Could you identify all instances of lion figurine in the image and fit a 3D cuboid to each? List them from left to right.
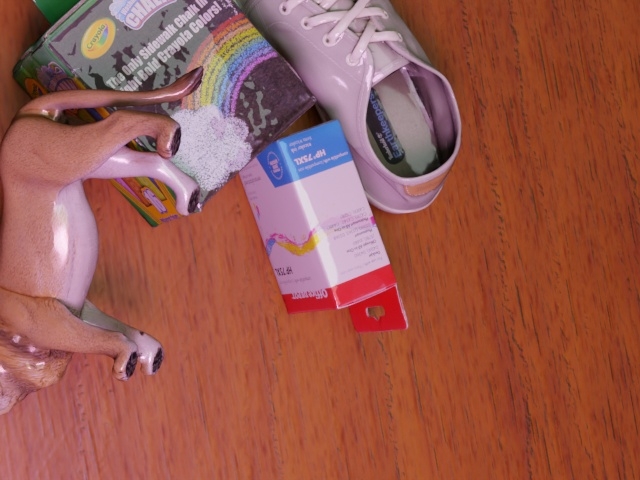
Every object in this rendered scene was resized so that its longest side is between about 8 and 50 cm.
[{"bbox_3d":[-0.255,-0.002,1.349,0.240,0.142,0.392,18,99,13],"label":"lion figurine"}]

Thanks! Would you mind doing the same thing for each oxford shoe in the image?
[{"bbox_3d":[0.020,-0.234,1.564,0.169,0.130,0.449,-33,97,-20],"label":"oxford shoe"}]

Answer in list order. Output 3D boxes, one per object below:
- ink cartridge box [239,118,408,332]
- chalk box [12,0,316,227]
[{"bbox_3d":[0.000,0.000,1.529,0.078,0.134,0.231,-21,93,-24],"label":"ink cartridge box"},{"bbox_3d":[-0.182,-0.181,1.447,0.180,0.179,0.289,-45,101,-19],"label":"chalk box"}]
